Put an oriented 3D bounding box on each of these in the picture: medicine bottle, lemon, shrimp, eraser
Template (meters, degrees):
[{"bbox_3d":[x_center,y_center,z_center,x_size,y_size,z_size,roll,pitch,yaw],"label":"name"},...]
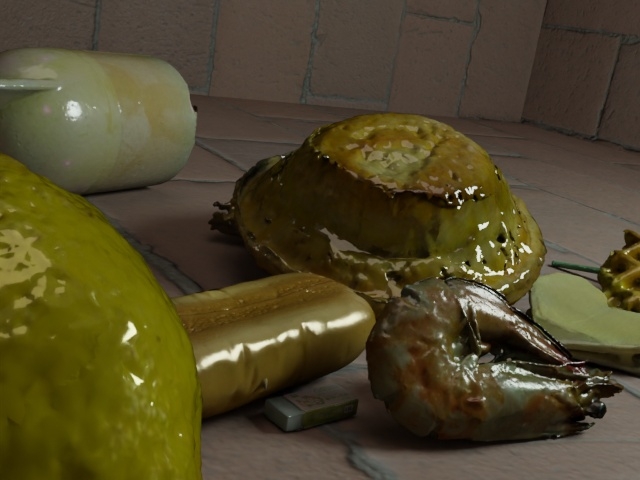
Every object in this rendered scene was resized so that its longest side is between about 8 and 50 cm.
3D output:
[{"bbox_3d":[-0.414,-0.185,1.327,0.235,0.236,0.406,18,17,29],"label":"medicine bottle"},{"bbox_3d":[-0.200,0.084,0.448,0.321,0.268,0.268,10,15,18],"label":"lemon"},{"bbox_3d":[0.176,0.120,0.801,0.294,0.154,0.062,14,-17,-26],"label":"shrimp"},{"bbox_3d":[-0.008,0.152,0.767,0.083,0.019,0.038,-4,22,-40],"label":"eraser"}]

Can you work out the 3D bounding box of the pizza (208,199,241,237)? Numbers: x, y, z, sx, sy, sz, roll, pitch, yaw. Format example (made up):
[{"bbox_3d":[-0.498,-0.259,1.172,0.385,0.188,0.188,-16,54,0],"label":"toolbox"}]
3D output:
[{"bbox_3d":[-0.036,-0.034,1.324,0.296,0.071,0.189,-13,44,-44],"label":"pizza"}]

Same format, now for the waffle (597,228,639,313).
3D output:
[{"bbox_3d":[0.544,0.068,1.158,0.311,0.060,0.307,16,41,29],"label":"waffle"}]

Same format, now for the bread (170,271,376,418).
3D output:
[{"bbox_3d":[-0.078,0.099,0.782,0.142,0.091,0.305,29,24,36],"label":"bread"}]

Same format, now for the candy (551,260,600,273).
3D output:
[{"bbox_3d":[0.525,0.063,1.326,0.335,0.092,0.093,12,51,37],"label":"candy"}]

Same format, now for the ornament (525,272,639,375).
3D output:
[{"bbox_3d":[0.329,0.112,1.050,0.180,0.059,0.201,-11,26,-34],"label":"ornament"}]

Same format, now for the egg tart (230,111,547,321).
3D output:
[{"bbox_3d":[0.097,-0.059,1.135,0.442,0.178,0.443,7,32,-4],"label":"egg tart"}]
